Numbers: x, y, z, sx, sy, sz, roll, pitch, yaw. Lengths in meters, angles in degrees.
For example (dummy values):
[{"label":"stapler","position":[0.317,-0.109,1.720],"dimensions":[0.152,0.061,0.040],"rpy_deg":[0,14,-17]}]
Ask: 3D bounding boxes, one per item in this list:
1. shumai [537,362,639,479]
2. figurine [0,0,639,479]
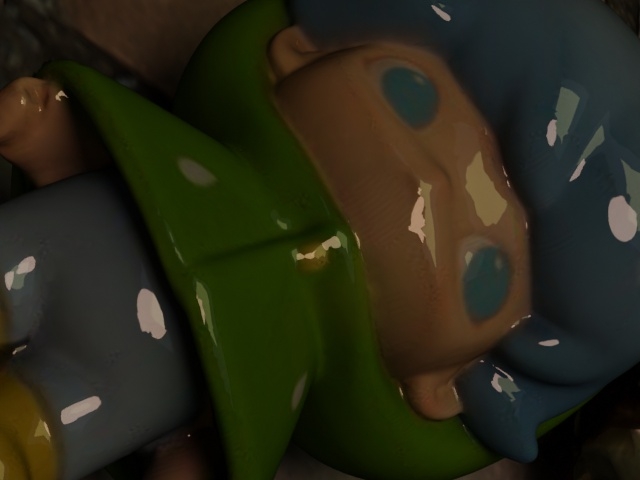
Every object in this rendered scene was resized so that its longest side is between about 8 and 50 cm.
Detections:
[{"label":"shumai","position":[0.177,0.095,0.596],"dimensions":[0.218,0.189,0.256],"rpy_deg":[39,59,-9]},{"label":"figurine","position":[0.000,0.000,0.430],"dimensions":[0.263,0.143,0.162],"rpy_deg":[-20,81,-36]}]
